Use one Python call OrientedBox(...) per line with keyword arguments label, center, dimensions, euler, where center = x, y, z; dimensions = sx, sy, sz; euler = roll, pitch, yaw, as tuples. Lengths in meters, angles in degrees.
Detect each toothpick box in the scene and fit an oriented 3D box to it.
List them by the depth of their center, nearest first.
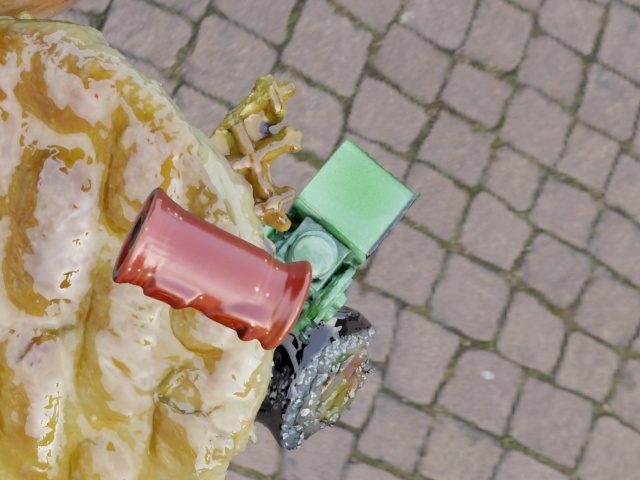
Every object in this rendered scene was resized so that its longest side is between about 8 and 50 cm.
OrientedBox(label="toothpick box", center=(-0.047, 0.015, 0.558), dimensions=(0.083, 0.047, 0.047), euler=(27, 77, -14))

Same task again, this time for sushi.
OrientedBox(label="sushi", center=(-0.056, 0.167, 1.819), dimensions=(0.238, 0.219, 0.225), euler=(18, 99, -52))

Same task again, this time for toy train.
OrientedBox(label="toy train", center=(0.000, 0.000, 1.364), dimensions=(0.132, 0.243, 0.188), euler=(40, 76, 0))

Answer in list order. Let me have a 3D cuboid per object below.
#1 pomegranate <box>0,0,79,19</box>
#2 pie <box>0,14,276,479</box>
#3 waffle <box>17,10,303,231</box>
OrientedBox(label="pomegranate", center=(-0.302, -0.281, 1.122), dimensions=(0.215, 0.215, 0.215), euler=(2, 84, -20))
OrientedBox(label="pie", center=(-0.182, 0.024, 0.753), dimensions=(0.339, 0.083, 0.339), euler=(4, 103, 16))
OrientedBox(label="waffle", center=(-0.167, -0.044, 1.063), dimensions=(0.293, 0.069, 0.259), euler=(15, 86, -16))
